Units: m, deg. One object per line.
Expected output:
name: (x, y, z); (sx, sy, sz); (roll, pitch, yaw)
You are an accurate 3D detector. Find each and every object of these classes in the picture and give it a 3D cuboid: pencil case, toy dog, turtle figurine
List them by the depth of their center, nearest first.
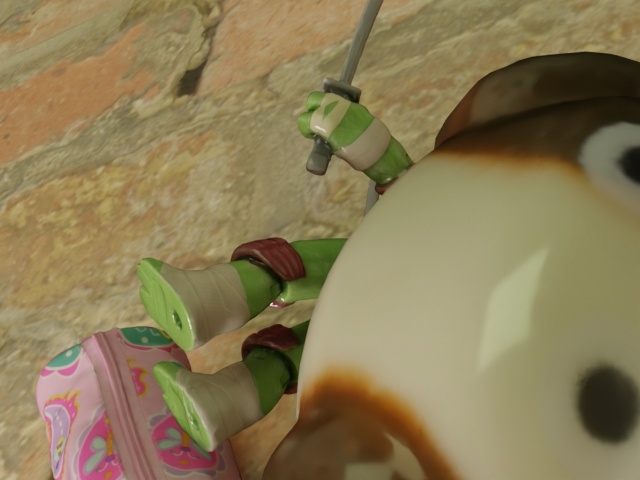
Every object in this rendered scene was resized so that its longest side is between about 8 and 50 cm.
toy dog: (0.158, 0.114, 0.551); (0.395, 0.408, 0.284); (12, 59, 46)
pencil case: (-0.108, 0.169, 0.976); (0.124, 0.124, 0.284); (-37, 34, 4)
turtle figurine: (0.000, 0.000, 0.976); (0.266, 0.274, 0.198); (-25, -13, -23)
